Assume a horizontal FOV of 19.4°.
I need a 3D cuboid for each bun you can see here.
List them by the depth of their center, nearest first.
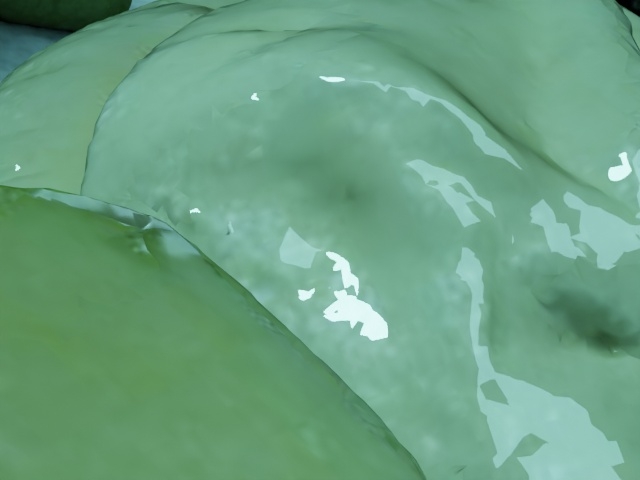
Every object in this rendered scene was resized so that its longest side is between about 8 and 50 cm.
[{"bbox_3d":[0.057,0.031,0.580,0.365,0.219,0.365,26,30,-17],"label":"bun"}]

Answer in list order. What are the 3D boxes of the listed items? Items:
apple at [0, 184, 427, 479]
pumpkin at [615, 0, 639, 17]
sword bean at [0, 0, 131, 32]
[{"bbox_3d":[-0.185,0.043,0.263,0.360,0.320,0.311,-29,104,-52],"label":"apple"},{"bbox_3d":[0.098,-0.157,0.856,0.315,0.238,0.315,35,13,-9],"label":"pumpkin"},{"bbox_3d":[-0.193,-0.115,0.746,0.269,0.038,0.043,2,16,-43],"label":"sword bean"}]
